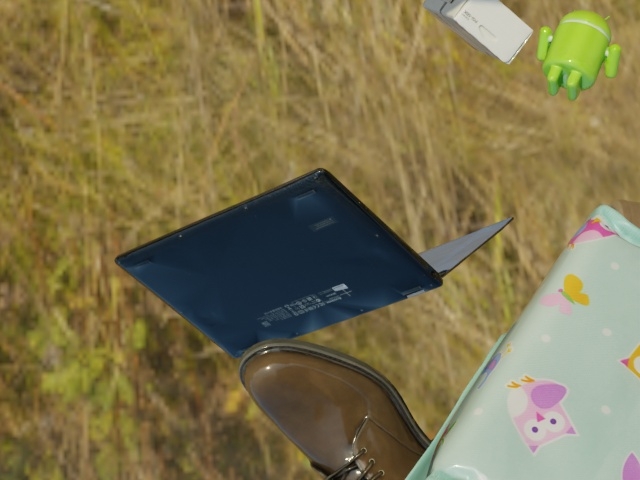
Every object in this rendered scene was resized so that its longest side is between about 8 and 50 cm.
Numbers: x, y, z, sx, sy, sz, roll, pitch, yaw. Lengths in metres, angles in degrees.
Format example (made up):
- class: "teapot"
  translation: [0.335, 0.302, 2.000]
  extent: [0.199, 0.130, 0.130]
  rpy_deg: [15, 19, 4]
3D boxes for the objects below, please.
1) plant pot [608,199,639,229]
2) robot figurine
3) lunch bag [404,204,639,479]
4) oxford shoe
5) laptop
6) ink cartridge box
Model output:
- class: "plant pot"
  translation: [0.424, 0.098, 1.692]
  extent: [0.229, 0.263, 0.263]
  rpy_deg: [8, 142, 2]
- class: "robot figurine"
  translation: [0.307, -0.226, 1.806]
  extent: [0.101, 0.115, 0.067]
  rpy_deg: [16, 159, 20]
- class: "lunch bag"
  translation: [0.138, 0.145, 0.878]
  extent: [0.160, 0.223, 0.262]
  rpy_deg: [31, 148, 11]
- class: "oxford shoe"
  translation: [0.030, 0.157, 1.113]
  extent: [0.227, 0.096, 0.083]
  rpy_deg: [40, 117, -17]
- class: "laptop"
  translation: [0.000, 0.000, 2.155]
  extent: [0.382, 0.236, 0.408]
  rpy_deg: [-22, 131, 34]
- class: "ink cartridge box"
  translation: [0.201, -0.285, 1.936]
  extent: [0.099, 0.135, 0.056]
  rpy_deg: [37, 94, -21]
